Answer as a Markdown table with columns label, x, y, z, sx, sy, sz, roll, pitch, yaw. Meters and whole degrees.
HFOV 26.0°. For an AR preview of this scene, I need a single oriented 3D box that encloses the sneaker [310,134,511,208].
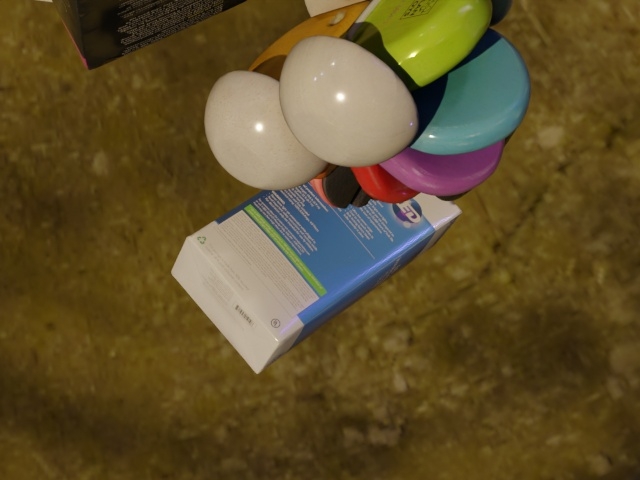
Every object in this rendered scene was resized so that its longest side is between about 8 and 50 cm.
| label | x | y | z | sx | sy | sz | roll | pitch | yaw |
| --- | --- | --- | --- | --- | --- | --- | --- | --- | --- |
| sneaker | 0.069 | -0.117 | 1.231 | 0.314 | 0.136 | 0.116 | -6 | 137 | -54 |

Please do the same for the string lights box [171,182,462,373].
| label | x | y | z | sx | sy | sz | roll | pitch | yaw |
| --- | --- | --- | --- | --- | --- | --- | --- | --- | --- |
| string lights box | 0.000 | 0.000 | 1.346 | 0.259 | 0.133 | 0.077 | -33 | 167 | -33 |

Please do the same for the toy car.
| label | x | y | z | sx | sy | sz | roll | pitch | yaw |
| --- | --- | --- | --- | --- | --- | --- | --- | --- | --- |
| toy car | 0.039 | -0.081 | 0.750 | 0.136 | 0.159 | 0.182 | 47 | 150 | -19 |

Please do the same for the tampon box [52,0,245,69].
| label | x | y | z | sx | sy | sz | roll | pitch | yaw |
| --- | --- | --- | --- | --- | --- | --- | --- | --- | --- |
| tampon box | -0.099 | -0.174 | 0.678 | 0.101 | 0.120 | 0.161 | -25 | 175 | -10 |
